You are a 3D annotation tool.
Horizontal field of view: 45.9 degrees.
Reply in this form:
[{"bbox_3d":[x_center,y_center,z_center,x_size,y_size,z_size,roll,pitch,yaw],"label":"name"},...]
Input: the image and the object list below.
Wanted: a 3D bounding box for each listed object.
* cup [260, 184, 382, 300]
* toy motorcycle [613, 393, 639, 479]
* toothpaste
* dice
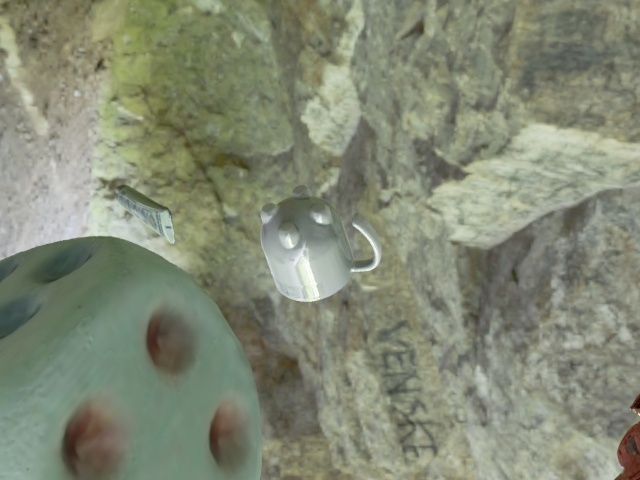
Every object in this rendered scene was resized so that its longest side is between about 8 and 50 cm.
[{"bbox_3d":[-0.011,0.006,1.162,0.173,0.134,0.142,29,-30,36],"label":"cup"},{"bbox_3d":[0.481,0.307,1.047,0.171,0.089,0.298,16,-109,56],"label":"toy motorcycle"},{"bbox_3d":[-0.304,-0.054,1.310,0.239,0.039,0.062,27,-53,53],"label":"toothpaste"},{"bbox_3d":[-0.226,0.171,0.633,0.263,0.264,0.268,65,32,-26],"label":"dice"}]
